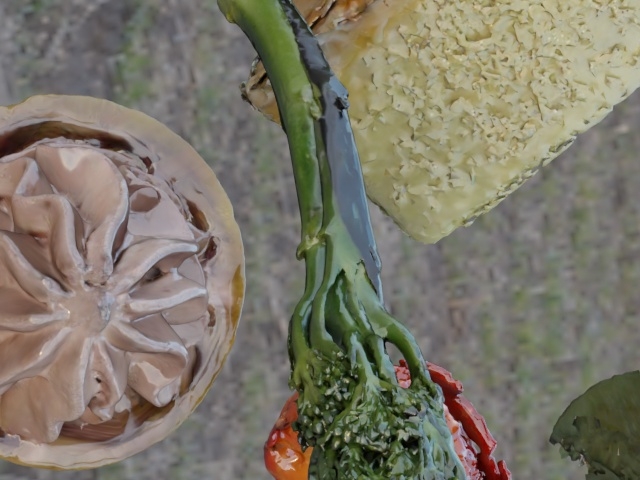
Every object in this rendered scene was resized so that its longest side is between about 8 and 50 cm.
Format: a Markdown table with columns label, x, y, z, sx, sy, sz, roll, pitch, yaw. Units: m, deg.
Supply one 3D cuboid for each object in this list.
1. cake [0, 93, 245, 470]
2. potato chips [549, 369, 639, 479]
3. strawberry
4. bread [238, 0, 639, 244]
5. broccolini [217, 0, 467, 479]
| label | x | y | z | sx | sy | sz | roll | pitch | yaw |
| --- | --- | --- | --- | --- | --- | --- | --- | --- | --- |
| cake | -0.127 | 0.013 | 0.962 | 0.185 | 0.178 | 0.207 | 25 | 74 | -14 |
| potato chips | 0.161 | 0.112 | 0.687 | 0.026 | 0.209 | 0.142 | -27 | 137 | -26 |
| strawberry | 0.051 | 0.139 | 1.079 | 0.188 | 0.121 | 0.082 | 53 | 45 | -25 |
| bread | 0.111 | -0.189 | 1.470 | 0.248 | 0.315 | 0.279 | 42 | 19 | -22 |
| broccolini | 0.000 | 0.000 | 0.525 | 0.051 | 0.054 | 0.239 | 74 | 1 | -51 |
